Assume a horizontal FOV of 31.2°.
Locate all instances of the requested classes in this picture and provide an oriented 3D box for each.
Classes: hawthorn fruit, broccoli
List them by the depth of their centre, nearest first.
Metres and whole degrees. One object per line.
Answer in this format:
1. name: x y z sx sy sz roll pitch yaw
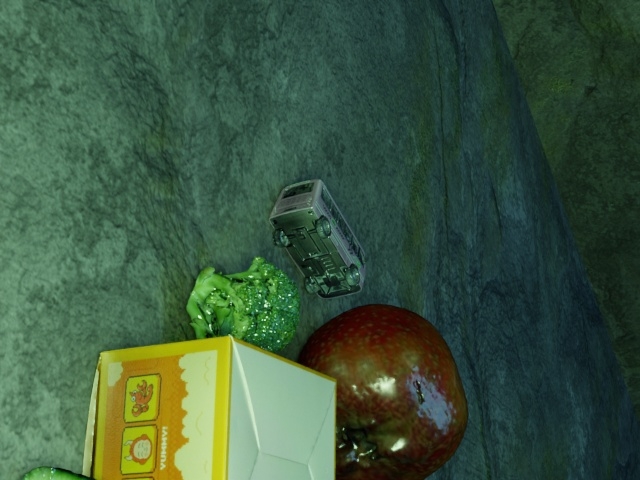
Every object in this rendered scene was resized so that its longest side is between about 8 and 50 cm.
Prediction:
1. broccoli: -0.110 0.110 1.616 0.195 0.156 0.195 23 90 -89
2. hawthorn fruit: 0.088 0.235 1.856 0.369 0.284 0.285 -95 164 -62

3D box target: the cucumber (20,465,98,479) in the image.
1. cucumber: -0.296 0.319 1.284 0.115 0.062 0.116 35 60 -53

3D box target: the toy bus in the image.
1. toy bus: 0.000 0.000 1.902 0.199 0.096 0.108 58 32 -34

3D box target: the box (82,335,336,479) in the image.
1. box: -0.130 0.282 1.449 0.283 0.214 0.259 33 52 -57
